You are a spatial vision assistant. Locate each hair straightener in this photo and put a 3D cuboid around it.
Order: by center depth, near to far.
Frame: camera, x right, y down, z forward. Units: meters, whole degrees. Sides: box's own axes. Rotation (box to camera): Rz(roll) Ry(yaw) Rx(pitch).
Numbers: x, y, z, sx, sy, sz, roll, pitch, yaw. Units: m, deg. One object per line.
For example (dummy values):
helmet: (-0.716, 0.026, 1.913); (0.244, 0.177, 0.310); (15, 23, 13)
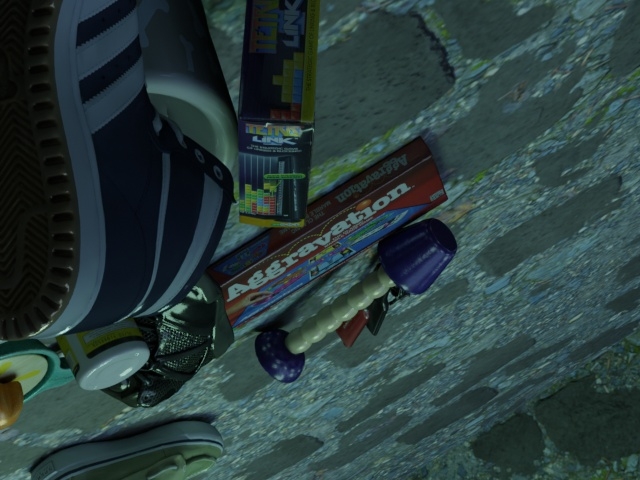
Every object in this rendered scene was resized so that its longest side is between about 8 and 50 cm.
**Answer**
hair straightener: (0.082, 0.052, 1.546); (0.089, 0.047, 0.230); (-21, 153, -25)

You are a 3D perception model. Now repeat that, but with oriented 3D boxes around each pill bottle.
pill bottle: (-0.194, 0.060, 1.054); (0.065, 0.116, 0.065); (-27, 160, -11)

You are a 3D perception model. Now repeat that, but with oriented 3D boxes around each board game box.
board game box: (-0.025, -0.114, 0.815); (0.048, 0.170, 0.141); (3, 154, 0)
board game box: (0.000, 0.000, 1.318); (0.281, 0.027, 0.145); (-32, 159, 2)

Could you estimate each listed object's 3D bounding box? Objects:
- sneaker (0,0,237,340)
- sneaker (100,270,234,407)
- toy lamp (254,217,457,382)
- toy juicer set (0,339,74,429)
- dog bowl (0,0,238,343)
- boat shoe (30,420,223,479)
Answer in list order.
sneaker: (-0.115, -0.091, 0.638); (0.099, 0.282, 0.153); (-3, 175, 24)
sneaker: (-0.153, 0.078, 1.141); (0.130, 0.087, 0.227); (-47, 159, -19)
toy lamp: (0.041, 0.068, 1.437); (0.275, 0.080, 0.080); (-40, 158, 30)
toy juicer set: (-0.323, 0.145, 1.114); (0.209, 0.089, 0.329); (-34, 160, 9)
dog bowl: (-0.208, -0.042, 0.821); (0.349, 0.102, 0.348); (-26, 159, -11)
boat shoe: (-0.230, 0.302, 1.602); (0.302, 0.094, 0.109); (-4, 147, -51)
